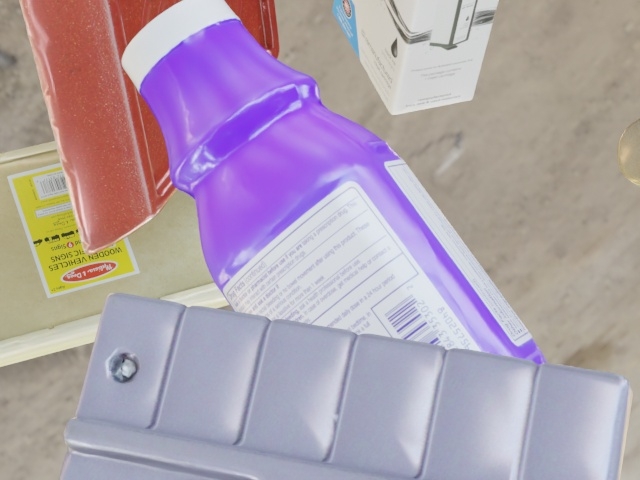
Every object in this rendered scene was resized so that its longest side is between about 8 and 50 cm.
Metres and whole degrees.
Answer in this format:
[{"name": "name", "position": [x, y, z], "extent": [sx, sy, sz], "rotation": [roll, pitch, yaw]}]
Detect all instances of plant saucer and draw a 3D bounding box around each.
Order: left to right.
[{"name": "plant saucer", "position": [-0.099, -0.157, 0.972], "extent": [0.258, 0.047, 0.259], "rotation": [84, 29, -42]}]

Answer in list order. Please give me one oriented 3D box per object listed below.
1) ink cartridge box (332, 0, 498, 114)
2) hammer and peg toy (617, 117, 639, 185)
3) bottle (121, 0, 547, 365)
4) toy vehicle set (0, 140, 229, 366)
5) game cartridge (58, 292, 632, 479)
[{"name": "ink cartridge box", "position": [0.084, -0.233, 1.208], "extent": [0.085, 0.148, 0.203], "rotation": [-13, 143, -17]}, {"name": "hammer and peg toy", "position": [0.370, -0.121, 1.030], "extent": [0.127, 0.361, 0.266], "rotation": [3, 94, -45]}, {"name": "bottle", "position": [0.000, 0.000, 0.746], "extent": [0.118, 0.283, 0.092], "rotation": [-40, 170, 23]}, {"name": "toy vehicle set", "position": [-0.196, -0.001, 1.140], "extent": [0.266, 0.166, 0.035], "rotation": [-15, 157, -18]}, {"name": "game cartridge", "position": [-0.015, 0.205, 0.535], "extent": [0.068, 0.230, 0.355], "rotation": [53, 47, -65]}]
